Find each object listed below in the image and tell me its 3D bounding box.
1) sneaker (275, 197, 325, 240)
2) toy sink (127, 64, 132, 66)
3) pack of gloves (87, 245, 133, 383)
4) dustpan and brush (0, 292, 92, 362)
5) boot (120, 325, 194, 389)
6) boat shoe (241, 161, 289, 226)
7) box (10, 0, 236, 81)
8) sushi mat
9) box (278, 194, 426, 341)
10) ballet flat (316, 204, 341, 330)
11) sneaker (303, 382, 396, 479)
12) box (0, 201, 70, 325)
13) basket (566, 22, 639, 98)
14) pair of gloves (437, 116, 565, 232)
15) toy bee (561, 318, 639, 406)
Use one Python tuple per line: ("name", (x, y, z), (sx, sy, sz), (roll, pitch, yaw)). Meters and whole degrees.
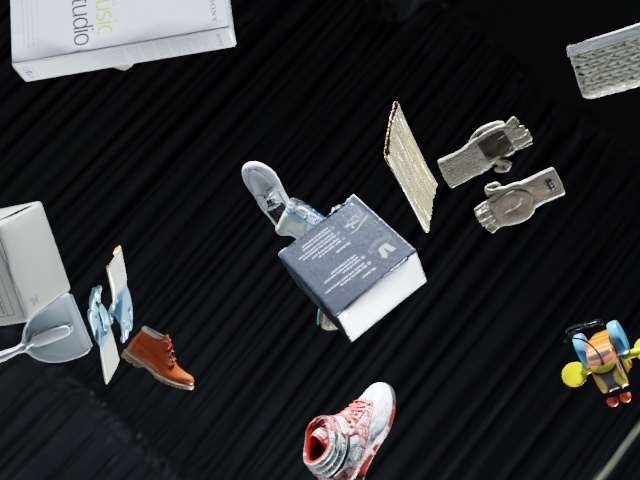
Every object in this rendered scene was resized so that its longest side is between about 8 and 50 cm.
("sneaker", (0.000, 0.000, 1.575), (0.191, 0.083, 0.071), (31, 13, -21))
("toy sink", (-0.451, -0.439, 1.784), (0.153, 0.131, 0.234), (16, 3, -17))
("pack of gloves", (-0.467, 0.160, 1.878), (0.046, 0.195, 0.232), (4, -55, 9))
("dustpan and brush", (-0.628, 0.222, 1.914), (0.060, 0.211, 0.147), (-154, -136, -70))
("boot", (-0.308, 0.235, 1.720), (0.158, 0.084, 0.059), (33, -5, -2))
("boat shoe", (-0.104, -0.084, 1.819), (0.063, 0.066, 0.184), (-105, 168, -57))
("box", (-0.298, -0.374, 1.286), (0.058, 0.322, 0.232), (79, 2, -71))
("sushi mat", (0.204, -0.157, 1.925), (0.019, 0.151, 0.316), (-1, -29, 24))
("box", (0.049, 0.042, 1.327), (0.158, 0.156, 0.093), (45, -11, 37))
("ballet flat", (0.062, 0.071, 2.173), (0.106, 0.315, 0.107), (7, -1, 6))
("sneaker", (0.060, 0.380, 1.791), (0.090, 0.270, 0.145), (-6, -44, 45))
("box", (-0.531, 0.051, 1.217), (0.121, 0.311, 0.147), (-53, 132, -68))
("basket", (0.562, -0.334, 1.614), (0.167, 0.113, 0.103), (-14, -90, 30))
("pair of gloves", (0.394, -0.143, 1.891), (0.240, 0.204, 0.042), (49, 16, -22))
("toy bee", (0.566, 0.252, 1.733), (0.195, 0.298, 0.162), (-34, -113, 44))
